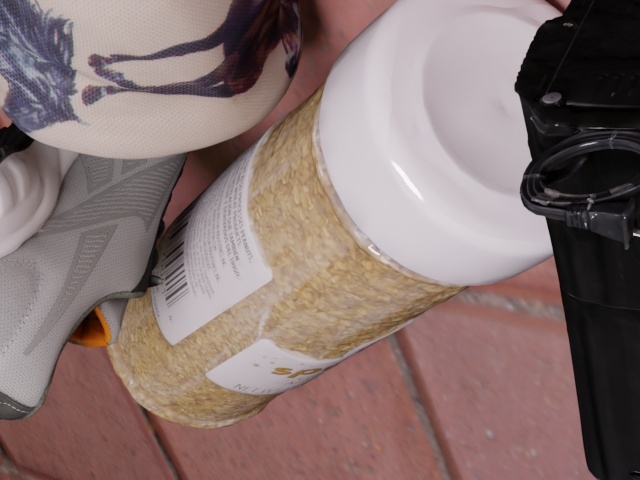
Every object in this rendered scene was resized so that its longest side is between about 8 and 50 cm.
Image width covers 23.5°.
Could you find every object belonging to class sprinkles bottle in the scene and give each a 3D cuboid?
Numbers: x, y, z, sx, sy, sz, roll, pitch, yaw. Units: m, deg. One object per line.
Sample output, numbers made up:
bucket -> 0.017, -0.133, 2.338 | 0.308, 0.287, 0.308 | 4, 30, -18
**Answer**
sprinkles bottle -> 0.000, 0.000, 0.753 | 0.121, 0.121, 0.355 | 52, 149, -1

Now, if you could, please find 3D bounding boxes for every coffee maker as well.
coffee maker -> 0.128, 0.009, 0.548 | 0.120, 0.171, 0.178 | 20, 137, 44

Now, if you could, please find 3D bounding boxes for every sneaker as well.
sneaker -> -0.115, -0.016, 0.745 | 0.100, 0.271, 0.108 | -26, 108, 39

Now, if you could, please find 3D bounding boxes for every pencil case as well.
pencil case -> -0.069, -0.209, 0.575 | 0.160, 0.183, 0.410 | 43, 151, 24
